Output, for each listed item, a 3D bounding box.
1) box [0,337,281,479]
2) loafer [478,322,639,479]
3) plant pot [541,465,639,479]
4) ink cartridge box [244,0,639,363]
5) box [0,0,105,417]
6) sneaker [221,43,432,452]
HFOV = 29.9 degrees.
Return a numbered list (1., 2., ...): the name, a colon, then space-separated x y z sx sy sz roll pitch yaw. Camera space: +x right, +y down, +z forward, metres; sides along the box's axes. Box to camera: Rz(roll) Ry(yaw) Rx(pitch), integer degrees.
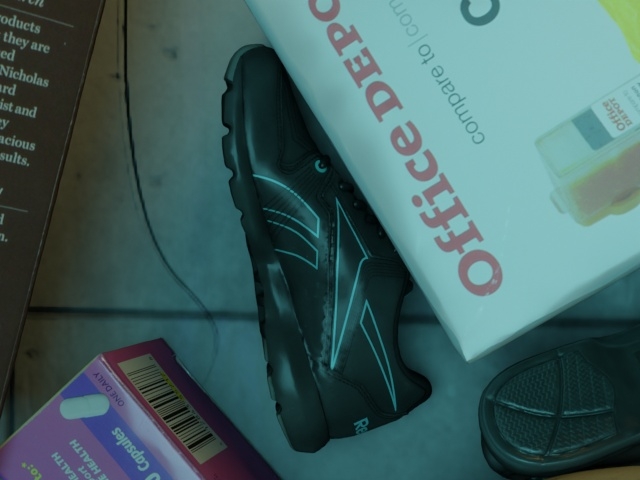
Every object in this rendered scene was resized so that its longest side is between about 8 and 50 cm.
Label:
1. box: -0.142 0.225 0.796 0.243 0.117 0.213 -42 82 10
2. loafer: 0.226 0.092 0.743 0.267 0.084 0.096 -12 61 -2
3. plant pot: 0.126 0.260 0.685 0.191 0.284 0.284 0 91 46
4. ink cartridge box: 0.181 -0.141 0.700 0.385 0.160 0.279 -32 84 11
5. box: -0.254 -0.059 0.762 0.143 0.191 0.381 15 92 -31
6. sneaker: 0.000 0.000 0.786 0.106 0.101 0.267 -12 96 1
